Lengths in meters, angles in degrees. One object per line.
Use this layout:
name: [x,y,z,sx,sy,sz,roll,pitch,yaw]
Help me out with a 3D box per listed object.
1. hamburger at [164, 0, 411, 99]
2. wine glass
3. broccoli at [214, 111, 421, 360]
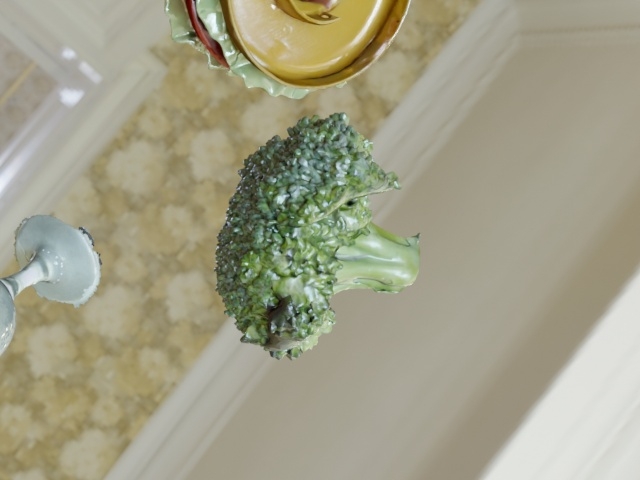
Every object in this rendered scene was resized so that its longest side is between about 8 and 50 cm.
hamburger: [-0.046,-0.301,1.415,0.274,0.274,0.212,-51,-145,-6]
wine glass: [-0.409,0.080,1.578,0.143,0.143,0.321,-33,-174,32]
broccoli: [-0.025,0.005,1.896,0.338,0.317,0.277,-47,-148,-8]
